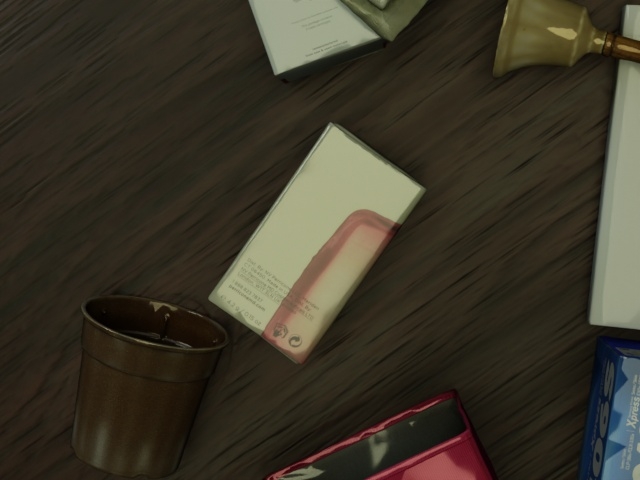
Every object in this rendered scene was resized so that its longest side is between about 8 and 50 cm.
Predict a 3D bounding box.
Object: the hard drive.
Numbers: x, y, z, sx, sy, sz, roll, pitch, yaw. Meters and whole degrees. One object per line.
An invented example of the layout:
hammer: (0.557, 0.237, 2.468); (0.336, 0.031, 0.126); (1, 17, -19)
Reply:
hard drive: (0.431, -0.071, 1.502); (0.233, 0.047, 0.353); (6, 93, 3)

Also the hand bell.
hand bell: (0.316, -0.208, 1.447); (0.242, 0.126, 0.126); (14, 94, 10)

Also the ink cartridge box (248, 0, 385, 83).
ink cartridge box: (-0.015, -0.277, 1.477); (0.127, 0.128, 0.176); (-19, 91, 5)

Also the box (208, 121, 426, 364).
box: (0.000, 0.000, 1.483); (0.127, 0.148, 0.232); (36, 95, 1)

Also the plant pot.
plant pot: (-0.201, 0.164, 1.507); (0.167, 0.167, 0.165); (16, 102, 3)

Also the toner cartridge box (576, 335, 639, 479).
toner cartridge box: (0.321, 0.287, 1.472); (0.075, 0.165, 0.347); (8, 93, 4)

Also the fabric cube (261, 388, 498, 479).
fabric cube: (0.091, 0.342, 1.443); (0.254, 0.259, 0.258); (-25, 92, 4)

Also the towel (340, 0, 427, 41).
towel: (0.054, -0.416, 1.405); (0.324, 0.056, 0.312); (43, 67, -16)
